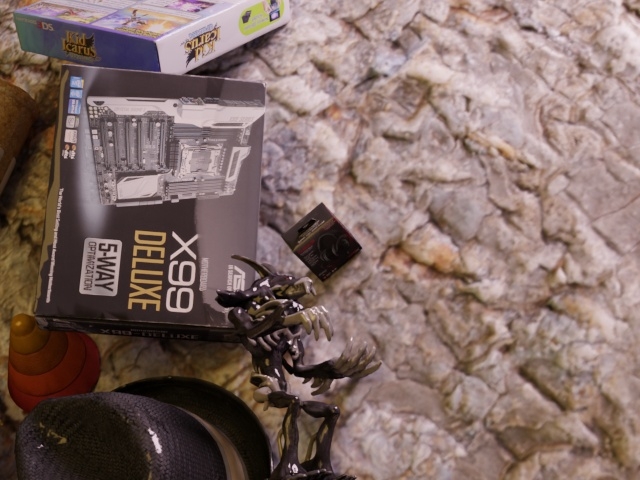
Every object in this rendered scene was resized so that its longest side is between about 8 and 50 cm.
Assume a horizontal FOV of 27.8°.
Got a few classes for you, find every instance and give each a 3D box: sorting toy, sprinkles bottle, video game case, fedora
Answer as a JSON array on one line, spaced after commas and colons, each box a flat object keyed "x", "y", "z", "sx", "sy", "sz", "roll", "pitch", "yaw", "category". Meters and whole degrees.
[{"x": -0.456, "y": 0.155, "z": 1.542, "sx": 0.365, "sy": 0.126, "sz": 0.127, "roll": -13, "pitch": 53, "yaw": 2, "category": "sorting toy"}, {"x": -0.502, "y": -0.051, "z": 1.749, "sx": 0.121, "sy": 0.121, "sz": 0.355, "roll": 7, "pitch": 66, "yaw": 32, "category": "sprinkles bottle"}, {"x": -0.219, "y": -0.292, "z": 1.689, "sx": 0.269, "sy": 0.061, "sz": 0.244, "roll": 17, "pitch": 35, "yaw": 36, "category": "video game case"}, {"x": -0.217, "y": 0.251, "z": 1.371, "sx": 0.334, "sy": 0.152, "sz": 0.334, "roll": -16, "pitch": 49, "yaw": 20, "category": "fedora"}]

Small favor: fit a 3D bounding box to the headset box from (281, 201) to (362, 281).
[{"x": 0.000, "y": 0.000, "z": 1.458, "sx": 0.062, "sy": 0.083, "sz": 0.032, "roll": -40, "pitch": 50, "yaw": 2, "category": "headset box"}]

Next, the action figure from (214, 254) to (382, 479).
[{"x": -0.018, "y": 0.126, "z": 1.354, "sx": 0.141, "sy": 0.164, "sz": 0.276, "roll": -24, "pitch": 63, "yaw": 25, "category": "action figure"}]

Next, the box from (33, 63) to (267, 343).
[{"x": -0.191, "y": -0.041, "z": 1.492, "sx": 0.242, "sy": 0.076, "sz": 0.307, "roll": 5, "pitch": 72, "yaw": -5, "category": "box"}]

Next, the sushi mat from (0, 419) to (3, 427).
[{"x": -0.504, "y": 0.266, "z": 1.510, "sx": 0.151, "sy": 0.019, "sz": 0.316, "roll": 44, "pitch": 108, "yaw": 12, "category": "sushi mat"}]
